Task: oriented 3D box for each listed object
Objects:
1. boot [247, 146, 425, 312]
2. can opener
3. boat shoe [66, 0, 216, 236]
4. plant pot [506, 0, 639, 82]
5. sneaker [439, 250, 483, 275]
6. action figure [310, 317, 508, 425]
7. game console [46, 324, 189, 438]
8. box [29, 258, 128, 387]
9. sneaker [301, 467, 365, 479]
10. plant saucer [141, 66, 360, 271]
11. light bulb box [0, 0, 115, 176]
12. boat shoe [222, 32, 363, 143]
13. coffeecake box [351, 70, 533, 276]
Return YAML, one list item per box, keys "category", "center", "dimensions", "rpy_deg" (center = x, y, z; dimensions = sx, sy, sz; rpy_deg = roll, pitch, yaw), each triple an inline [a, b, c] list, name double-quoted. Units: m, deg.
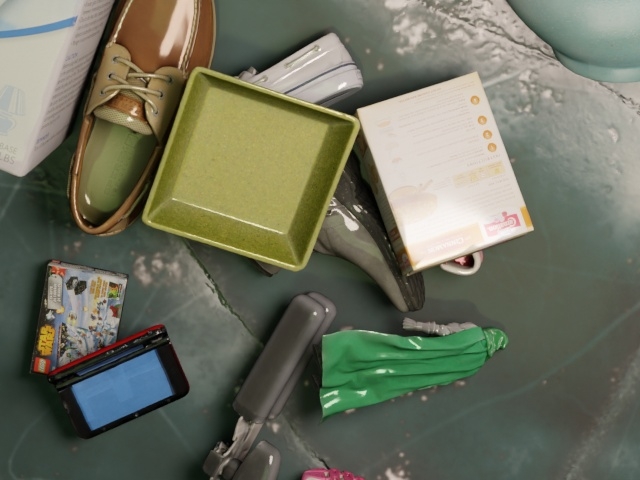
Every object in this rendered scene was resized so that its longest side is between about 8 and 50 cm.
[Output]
- category: "boot"
  center: [0.000, 0.000, 1.791]
  dimensions: [0.161, 0.083, 0.246]
  rpy_deg: [-30, 100, 20]
- category: "can opener"
  center: [-0.055, 0.192, 1.829]
  dimensions: [0.093, 0.074, 0.280]
  rpy_deg: [29, 102, 16]
- category: "boat shoe"
  center: [-0.198, -0.149, 1.725]
  dimensions: [0.123, 0.120, 0.324]
  rpy_deg: [17, 105, -2]
- category: "plant pot"
  center: [0.312, -0.287, 1.611]
  dimensions: [0.293, 0.293, 0.196]
  rpy_deg: [-12, 130, 5]
- category: "sneaker"
  center: [0.133, -0.012, 1.775]
  dimensions: [0.134, 0.070, 0.051]
  rpy_deg: [43, 104, -7]
- category: "action figure"
  center: [0.106, 0.133, 1.797]
  dimensions: [0.232, 0.063, 0.137]
  rpy_deg: [-8, 134, -15]
- category: "game console"
  center: [-0.229, 0.164, 1.805]
  dimensions: [0.144, 0.124, 0.085]
  rpy_deg: [-24, 85, -7]
- category: "box"
  center: [-0.282, 0.097, 1.839]
  dimensions: [0.094, 0.027, 0.137]
  rpy_deg: [12, 104, -3]
- category: "sneaker"
  center: [0.050, 0.327, 1.868]
  dimensions: [0.170, 0.063, 0.074]
  rpy_deg: [22, 98, -9]
- category: "plant saucer"
  center: [-0.076, -0.081, 1.697]
  dimensions: [0.188, 0.045, 0.188]
  rpy_deg: [18, 110, -10]
- category: "light bulb box"
  center: [-0.390, -0.311, 1.638]
  dimensions: [0.358, 0.225, 0.361]
  rpy_deg: [20, 105, -3]
- category: "boat shoe"
  center: [-0.066, -0.156, 1.751]
  dimensions: [0.226, 0.083, 0.075]
  rpy_deg: [-24, 81, 2]
- category: "coffeecake box"
  center: [0.130, -0.071, 1.717]
  dimensions: [0.142, 0.068, 0.185]
  rpy_deg: [-18, 85, -9]
